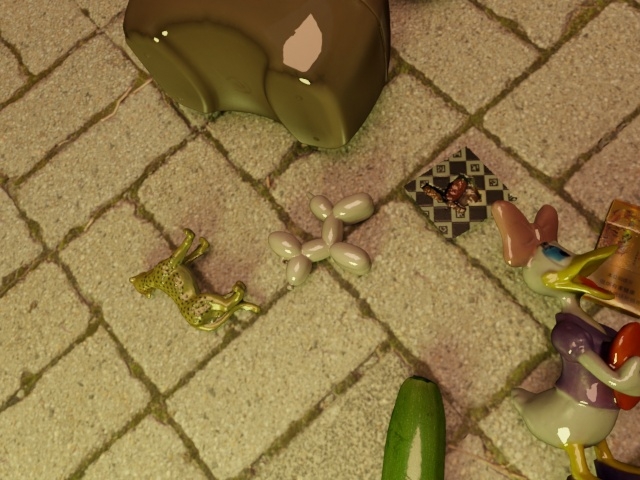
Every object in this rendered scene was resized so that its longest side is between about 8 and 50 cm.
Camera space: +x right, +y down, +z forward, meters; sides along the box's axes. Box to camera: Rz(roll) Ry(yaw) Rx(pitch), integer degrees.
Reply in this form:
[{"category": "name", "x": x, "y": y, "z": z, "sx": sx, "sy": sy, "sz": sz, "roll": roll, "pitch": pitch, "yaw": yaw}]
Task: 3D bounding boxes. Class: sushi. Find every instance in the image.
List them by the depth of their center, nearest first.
[{"category": "sushi", "x": 0.213, "y": -0.068, "z": 0.904, "sx": 0.126, "sy": 0.026, "sz": 0.120, "roll": -32, "pitch": 66, "yaw": -6}]

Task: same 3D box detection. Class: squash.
[{"category": "squash", "x": 0.118, "y": 0.319, "z": 0.758, "sx": 0.082, "sy": 0.082, "sz": 0.292, "roll": 3, "pitch": 72, "yaw": 12}]

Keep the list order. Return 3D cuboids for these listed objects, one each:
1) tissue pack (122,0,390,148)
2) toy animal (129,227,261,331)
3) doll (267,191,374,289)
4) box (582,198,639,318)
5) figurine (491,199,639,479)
[{"category": "tissue pack", "x": -0.080, "y": -0.333, "z": 0.920, "sx": 0.388, "sy": 0.267, "sz": 0.276, "roll": 20, "pitch": 74, "yaw": 18}, {"category": "toy animal", "x": -0.197, "y": 0.083, "z": 0.915, "sx": 0.136, "sy": 0.073, "sz": 0.181, "roll": -44, "pitch": 81, "yaw": 3}, {"category": "doll", "x": 0.000, "y": 0.000, "z": 0.902, "sx": 0.160, "sy": 0.059, "sz": 0.160, "roll": 2, "pitch": 72, "yaw": 12}, {"category": "box", "x": 0.432, "y": 0.024, "z": 0.830, "sx": 0.089, "sy": 0.022, "sz": 0.156, "roll": 24, "pitch": 78, "yaw": 17}, {"category": "figurine", "x": 0.328, "y": 0.146, "z": 0.743, "sx": 0.193, "sy": 0.154, "sz": 0.420, "roll": -13, "pitch": 78, "yaw": 48}]
